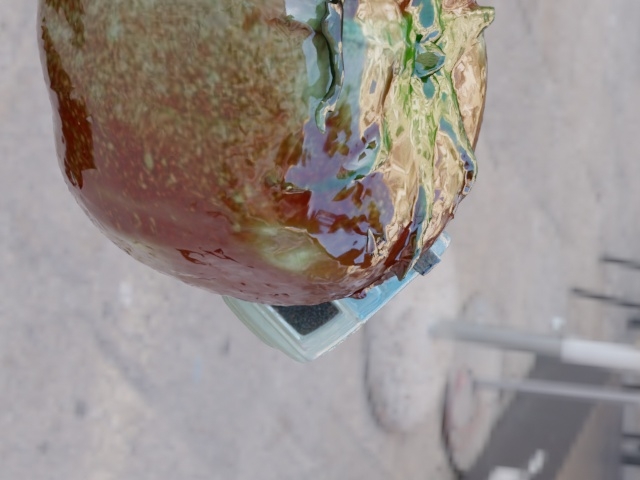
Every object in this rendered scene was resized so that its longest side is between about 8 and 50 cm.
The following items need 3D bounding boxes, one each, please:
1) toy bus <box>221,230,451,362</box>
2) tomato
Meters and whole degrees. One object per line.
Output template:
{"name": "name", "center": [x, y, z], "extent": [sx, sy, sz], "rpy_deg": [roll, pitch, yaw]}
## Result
{"name": "toy bus", "center": [0.000, 0.000, 1.431], "extent": [0.165, 0.133, 0.271], "rpy_deg": [-44, -175, 5]}
{"name": "tomato", "center": [-0.038, -0.111, 1.054], "extent": [0.303, 0.239, 0.303], "rpy_deg": [5, 90, -65]}
